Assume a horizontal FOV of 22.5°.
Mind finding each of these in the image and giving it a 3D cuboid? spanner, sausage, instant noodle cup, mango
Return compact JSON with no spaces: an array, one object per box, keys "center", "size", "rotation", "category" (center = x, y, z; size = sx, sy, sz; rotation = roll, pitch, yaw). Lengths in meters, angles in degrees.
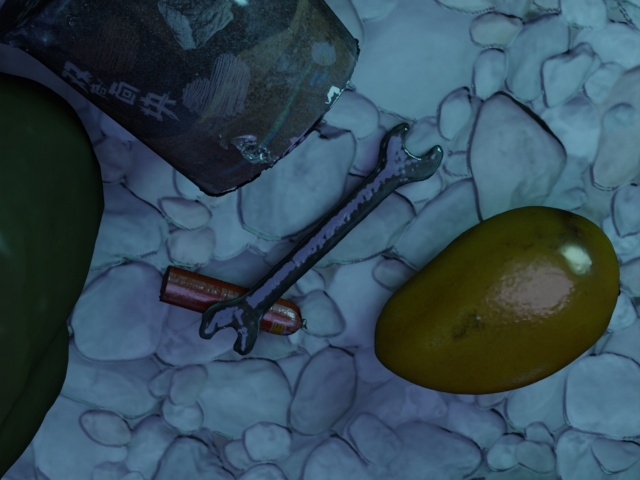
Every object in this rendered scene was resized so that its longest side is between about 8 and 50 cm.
[{"center":[0.000,0.000,1.340],"size":[0.254,0.015,0.054],"rotation":[-44,104,0],"category":"spanner"},{"center":[-0.071,0.054,1.362],"size":[0.129,0.034,0.034],"rotation":[17,106,-11],"category":"sausage"},{"center":[-0.100,-0.161,1.206],"size":[0.217,0.217,0.207],"rotation":[-43,114,9],"category":"instant noodle cup"},{"center":[0.146,0.056,1.346],"size":[0.219,0.112,0.145],"rotation":[-26,109,16],"category":"mango"}]

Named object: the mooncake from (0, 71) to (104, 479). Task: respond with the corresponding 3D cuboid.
[{"center":[-0.396,0.022,1.185],"size":[0.467,0.262,0.467],"rotation":[3,116,6],"category":"mooncake"}]
